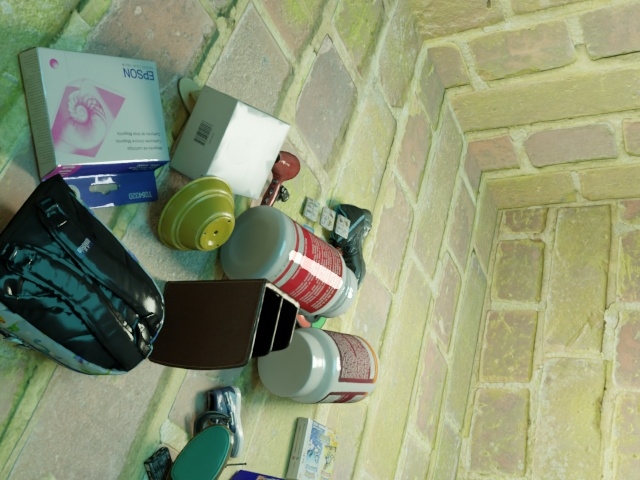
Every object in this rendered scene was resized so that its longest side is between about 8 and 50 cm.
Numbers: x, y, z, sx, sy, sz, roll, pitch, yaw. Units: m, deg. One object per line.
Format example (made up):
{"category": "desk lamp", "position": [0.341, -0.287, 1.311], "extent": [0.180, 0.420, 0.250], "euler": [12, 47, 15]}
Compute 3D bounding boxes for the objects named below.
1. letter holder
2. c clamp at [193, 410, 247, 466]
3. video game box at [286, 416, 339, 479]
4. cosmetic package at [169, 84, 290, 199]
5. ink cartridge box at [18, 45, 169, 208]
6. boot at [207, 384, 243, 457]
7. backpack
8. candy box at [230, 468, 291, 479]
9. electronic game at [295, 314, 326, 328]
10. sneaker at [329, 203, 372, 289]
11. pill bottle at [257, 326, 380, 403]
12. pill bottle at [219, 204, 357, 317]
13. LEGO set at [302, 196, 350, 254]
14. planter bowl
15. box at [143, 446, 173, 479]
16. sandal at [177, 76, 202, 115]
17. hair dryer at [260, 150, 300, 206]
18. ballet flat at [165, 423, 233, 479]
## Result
{"category": "letter holder", "position": [-0.231, 0.218, 1.536], "extent": [0.152, 0.302, 0.214], "euler": [42, 52, -49]}
{"category": "c clamp", "position": [-0.260, 0.506, 1.663], "extent": [0.137, 0.022, 0.160], "euler": [-5, 98, -21]}
{"category": "video game box", "position": [-0.021, 0.677, 2.071], "extent": [0.205, 0.048, 0.187], "euler": [42, 54, -48]}
{"category": "cosmetic package", "position": [-0.228, -0.245, 1.677], "extent": [0.225, 0.138, 0.224], "euler": [14, 104, -56]}
{"category": "ink cartridge box", "position": [-0.471, -0.238, 1.427], "extent": [0.324, 0.072, 0.329], "euler": [-17, 99, -58]}
{"category": "boot", "position": [-0.255, 0.478, 1.706], "extent": [0.086, 0.069, 0.189], "euler": [2, 82, -46]}
{"category": "backpack", "position": [-0.467, 0.106, 1.250], "extent": [0.356, 0.273, 0.290], "euler": [38, 49, -24]}
{"category": "candy box", "position": [-0.168, 0.727, 1.611], "extent": [0.317, 0.268, 0.122], "euler": [-36, 120, -54]}
{"category": "electronic game", "position": [-0.032, 0.185, 2.108], "extent": [0.229, 0.048, 0.229], "euler": [10, 78, -58]}
{"category": "sneaker", "position": [0.082, 0.035, 2.280], "extent": [0.140, 0.125, 0.340], "euler": [20, 67, -31]}
{"category": "pill bottle", "position": [-0.001, 0.379, 1.970], "extent": [0.392, 0.224, 0.223], "euler": [22, 68, -56]}
{"category": "pill bottle", "position": [-0.073, 0.080, 1.860], "extent": [0.408, 0.229, 0.228], "euler": [34, 58, -47]}
{"category": "LEGO set", "position": [0.000, 0.000, 2.150], "extent": [0.183, 0.060, 0.244], "euler": [28, 53, -25]}
{"category": "planter bowl", "position": [-0.276, -0.041, 1.587], "extent": [0.217, 0.090, 0.217], "euler": [-33, 146, -26]}
{"category": "box", "position": [-0.375, 0.539, 1.534], "extent": [0.067, 0.018, 0.083], "euler": [-34, 115, -55]}
{"category": "sandal", "position": [-0.284, -0.328, 1.727], "extent": [0.088, 0.079, 0.240], "euler": [-55, 131, -46]}
{"category": "hair dryer", "position": [-0.120, -0.150, 1.868], "extent": [0.293, 0.080, 0.223], "euler": [95, 14, -49]}
{"category": "ballet flat", "position": [-0.313, 0.596, 1.532], "extent": [0.124, 0.116, 0.342], "euler": [95, 19, -60]}
